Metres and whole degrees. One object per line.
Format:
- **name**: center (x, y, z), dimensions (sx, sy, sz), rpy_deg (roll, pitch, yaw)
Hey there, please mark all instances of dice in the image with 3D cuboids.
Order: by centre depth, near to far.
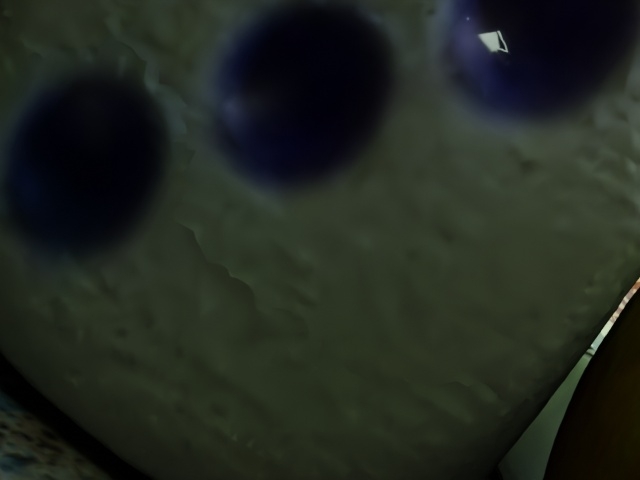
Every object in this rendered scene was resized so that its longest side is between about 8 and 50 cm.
- **dice**: center (0.022, -0.056, 0.538), dimensions (0.277, 0.304, 0.304), rpy_deg (34, 9, 11)

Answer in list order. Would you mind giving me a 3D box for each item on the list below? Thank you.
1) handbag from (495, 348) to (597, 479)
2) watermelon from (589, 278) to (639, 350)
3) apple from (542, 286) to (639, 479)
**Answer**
- **handbag**: center (0.247, 0.217, 0.679), dimensions (0.315, 0.109, 0.241), rpy_deg (45, 9, -10)
- **watermelon**: center (0.244, 0.077, 0.890), dimensions (0.310, 0.231, 0.193), rpy_deg (68, 12, -56)
- **apple**: center (0.268, 0.114, 0.368), dimensions (0.384, 0.374, 0.374), rpy_deg (30, 9, -39)
